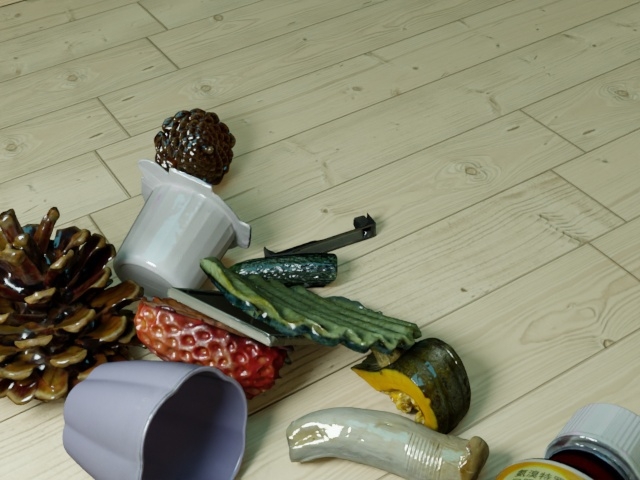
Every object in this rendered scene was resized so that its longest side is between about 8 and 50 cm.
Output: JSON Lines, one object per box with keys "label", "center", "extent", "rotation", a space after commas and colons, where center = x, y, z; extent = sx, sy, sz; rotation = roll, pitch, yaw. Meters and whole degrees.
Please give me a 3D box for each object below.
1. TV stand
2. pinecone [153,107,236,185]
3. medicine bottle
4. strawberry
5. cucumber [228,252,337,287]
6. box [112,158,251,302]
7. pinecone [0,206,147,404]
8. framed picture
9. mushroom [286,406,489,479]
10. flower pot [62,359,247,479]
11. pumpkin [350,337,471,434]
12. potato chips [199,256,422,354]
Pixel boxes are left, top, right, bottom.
{"label": "TV stand", "center": [0.000, 0.000, 2.003], "extent": [0.257, 0.040, 0.049], "rotation": [-18, 43, -16]}
{"label": "pinecone", "center": [-0.313, -0.220, 2.180], "extent": [0.208, 0.207, 0.207], "rotation": [-2, 41, 2]}
{"label": "medicine bottle", "center": [0.371, 0.415, 1.361], "extent": [0.243, 0.242, 0.395], "rotation": [21, 35, 26]}
{"label": "strawberry", "center": [-0.193, 0.208, 1.635], "extent": [0.253, 0.150, 0.280], "rotation": [23, 6, 30]}
{"label": "cucumber", "center": [-0.083, 0.066, 1.907], "extent": [0.242, 0.074, 0.074], "rotation": [-3, 41, 1]}
{"label": "box", "center": [-0.316, 0.001, 1.854], "extent": [0.262, 0.291, 0.206], "rotation": [-2, 50, 39]}
{"label": "pinecone", "center": [-0.503, 0.103, 1.664], "extent": [0.385, 0.384, 0.384], "rotation": [-2, 41, 2]}
{"label": "framed picture", "center": [-0.113, 0.145, 1.697], "extent": [0.232, 0.024, 0.315], "rotation": [23, 4, 26]}
{"label": "mushroom", "center": [0.111, 0.356, 1.545], "extent": [0.351, 0.095, 0.122], "rotation": [7, 59, 14]}
{"label": "flower pot", "center": [-0.296, 0.320, 1.508], "extent": [0.243, 0.265, 0.265], "rotation": [8, 41, 32]}
{"label": "pumpkin", "center": [0.170, 0.236, 1.651], "extent": [0.131, 0.126, 0.248], "rotation": [-31, 47, -31]}
{"label": "potato chips", "center": [-0.026, 0.121, 1.677], "extent": [0.359, 0.070, 0.429], "rotation": [12, 7, -40]}
